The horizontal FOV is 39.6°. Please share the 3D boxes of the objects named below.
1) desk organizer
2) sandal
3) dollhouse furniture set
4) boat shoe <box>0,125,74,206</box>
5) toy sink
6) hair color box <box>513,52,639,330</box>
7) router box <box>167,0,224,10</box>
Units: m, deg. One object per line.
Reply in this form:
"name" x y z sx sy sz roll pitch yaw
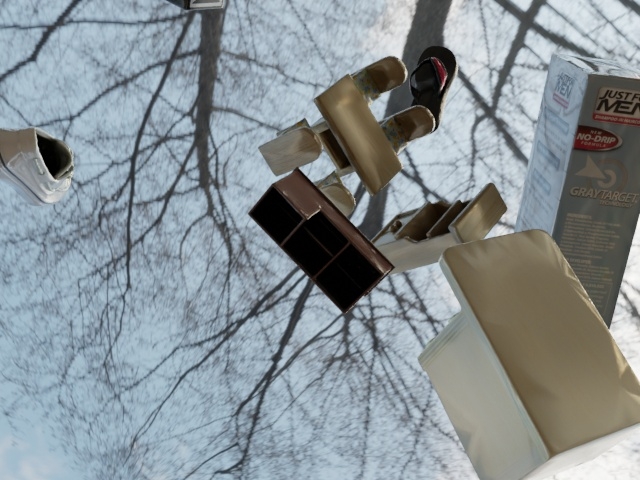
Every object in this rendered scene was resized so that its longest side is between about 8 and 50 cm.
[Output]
"desk organizer" 0.000 0.000 0.806 0.130 0.047 0.050 46 -148 4
"sandal" 0.154 -0.224 1.266 0.040 0.067 0.179 48 -139 -36
"dollhouse furniture set" 0.089 -0.092 1.092 0.212 0.161 0.242 -44 -72 -41
"boat shoe" -0.344 -0.091 1.109 0.075 0.226 0.083 -11 -93 3
"toy sink" 0.207 0.127 0.942 0.152 0.131 0.234 -11 -118 -30
"hair color box" 0.351 -0.051 1.216 0.113 0.185 0.375 6 -70 -3
"router box" -0.253 -0.505 1.300 0.308 0.243 0.081 32 -147 28
